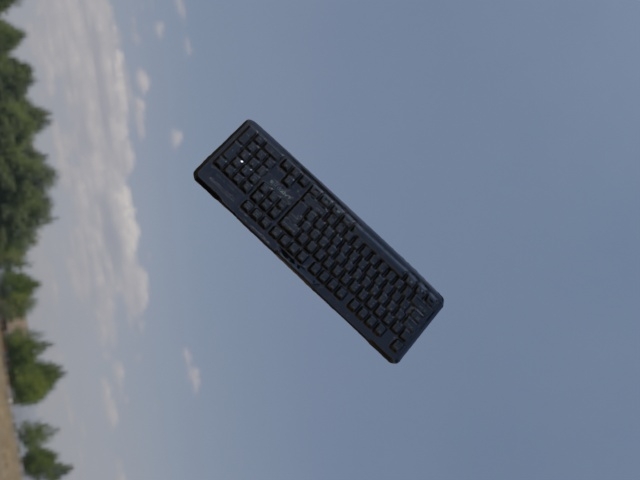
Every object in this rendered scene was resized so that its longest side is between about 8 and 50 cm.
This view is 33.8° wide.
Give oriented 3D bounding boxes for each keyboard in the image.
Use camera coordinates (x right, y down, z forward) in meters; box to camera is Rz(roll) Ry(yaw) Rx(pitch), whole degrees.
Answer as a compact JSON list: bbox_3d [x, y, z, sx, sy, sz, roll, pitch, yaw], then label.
[{"bbox_3d":[0.000,0.000,0.589,0.155,0.053,0.010,42,-22,-3],"label":"keyboard"}]
